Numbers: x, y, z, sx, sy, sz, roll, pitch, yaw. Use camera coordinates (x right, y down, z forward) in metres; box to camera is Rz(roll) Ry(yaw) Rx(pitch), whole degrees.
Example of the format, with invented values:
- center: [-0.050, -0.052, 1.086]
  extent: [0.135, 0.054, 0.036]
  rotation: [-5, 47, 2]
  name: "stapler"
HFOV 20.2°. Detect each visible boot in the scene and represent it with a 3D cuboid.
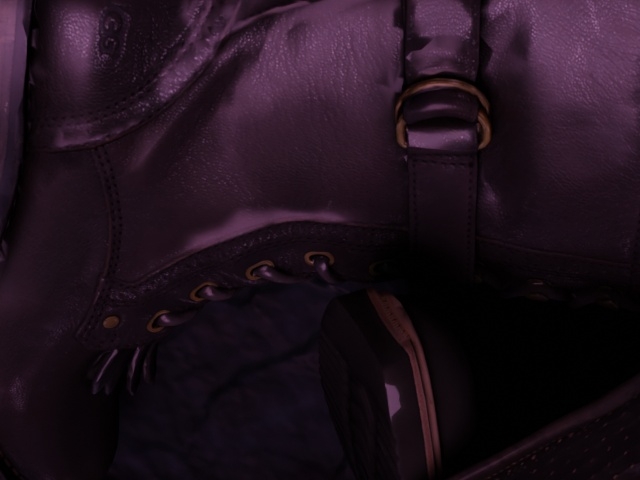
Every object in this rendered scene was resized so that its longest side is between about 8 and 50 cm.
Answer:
- center: [0.000, 0.000, 0.570]
  extent: [0.229, 0.091, 0.263]
  rotation: [7, 129, 2]
  name: "boot"
- center: [0.082, 0.070, 0.571]
  extent: [0.137, 0.077, 0.198]
  rotation: [-21, 136, -5]
  name: "boot"

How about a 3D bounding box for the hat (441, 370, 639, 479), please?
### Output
- center: [0.148, 0.180, 0.539]
  extent: [0.331, 0.134, 0.331]
  rotation: [-11, 126, -16]
  name: "hat"
